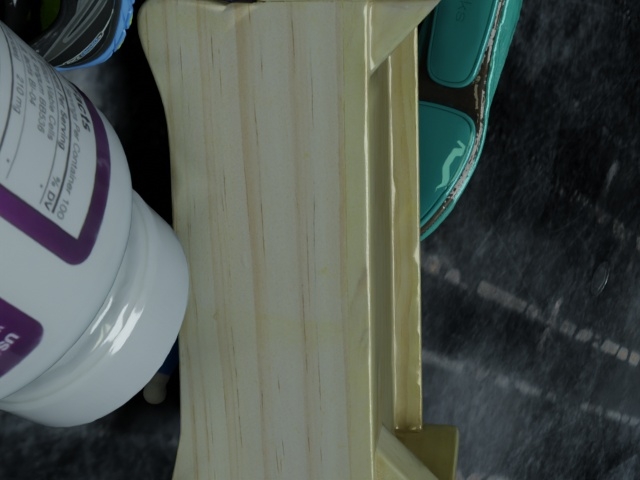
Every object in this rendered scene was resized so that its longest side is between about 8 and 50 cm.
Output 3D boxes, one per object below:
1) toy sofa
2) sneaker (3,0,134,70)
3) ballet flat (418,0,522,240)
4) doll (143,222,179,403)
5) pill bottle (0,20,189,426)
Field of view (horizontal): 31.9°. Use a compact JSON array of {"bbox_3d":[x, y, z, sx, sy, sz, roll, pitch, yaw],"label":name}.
[{"bbox_3d":[0.000,0.000,0.709,0.150,0.177,0.363,-60,150,-72],"label":"toy sofa"},{"bbox_3d":[-0.129,-0.172,0.546,0.078,0.067,0.188,-27,131,-50],"label":"sneaker"},{"bbox_3d":[0.102,-0.109,0.874,0.087,0.083,0.247,-4,113,-67],"label":"ballet flat"},{"bbox_3d":[-0.075,0.068,0.759,0.129,0.046,0.189,-41,137,-34],"label":"doll"},{"bbox_3d":[-0.185,-0.027,0.463,0.169,0.169,0.301,-60,143,-12],"label":"pill bottle"}]
